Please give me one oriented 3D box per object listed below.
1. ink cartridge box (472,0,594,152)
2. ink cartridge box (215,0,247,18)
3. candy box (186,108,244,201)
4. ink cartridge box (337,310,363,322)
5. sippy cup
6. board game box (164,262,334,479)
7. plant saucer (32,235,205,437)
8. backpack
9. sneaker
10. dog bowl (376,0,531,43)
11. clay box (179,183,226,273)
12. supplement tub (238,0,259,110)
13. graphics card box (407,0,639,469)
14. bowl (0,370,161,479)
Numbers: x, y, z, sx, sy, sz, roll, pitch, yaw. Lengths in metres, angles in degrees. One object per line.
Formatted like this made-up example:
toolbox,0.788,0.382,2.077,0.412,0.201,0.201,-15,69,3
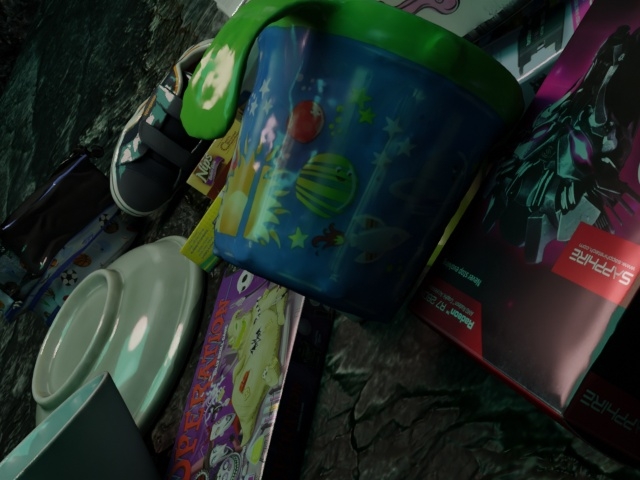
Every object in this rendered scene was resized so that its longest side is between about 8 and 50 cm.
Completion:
ink cartridge box,0.186,-0.187,1.048,0.311,0.065,0.186,-36,35,41
ink cartridge box,-0.084,-0.503,1.825,0.275,0.060,0.239,-54,26,9
candy box,-0.124,-0.124,1.459,0.109,0.053,0.187,-55,8,11
ink cartridge box,0.000,0.000,1.077,0.063,0.150,0.109,-42,32,24
sippy cup,0.022,-0.059,0.891,0.224,0.305,0.240,-68,12,-5
board game box,-0.071,0.135,1.180,0.208,0.056,0.347,-32,38,50
plant saucer,-0.318,0.156,1.522,0.400,0.100,0.401,-41,33,34
backpack,-0.448,0.014,1.738,0.263,0.213,0.276,-30,11,46
sneaker,-0.227,-0.190,1.683,0.127,0.126,0.321,-9,54,64
dog bowl,0.173,-0.381,1.075,0.408,0.150,0.408,-43,19,19
clay box,-0.087,-0.069,1.353,0.222,0.053,0.127,-53,1,11
supplement tub,-0.005,-0.188,1.195,0.144,0.199,0.144,-55,21,32
graphics card box,0.236,-0.049,0.786,0.371,0.094,0.233,-57,26,2
bowl,-0.299,0.315,1.196,0.311,0.163,0.311,-42,8,7
